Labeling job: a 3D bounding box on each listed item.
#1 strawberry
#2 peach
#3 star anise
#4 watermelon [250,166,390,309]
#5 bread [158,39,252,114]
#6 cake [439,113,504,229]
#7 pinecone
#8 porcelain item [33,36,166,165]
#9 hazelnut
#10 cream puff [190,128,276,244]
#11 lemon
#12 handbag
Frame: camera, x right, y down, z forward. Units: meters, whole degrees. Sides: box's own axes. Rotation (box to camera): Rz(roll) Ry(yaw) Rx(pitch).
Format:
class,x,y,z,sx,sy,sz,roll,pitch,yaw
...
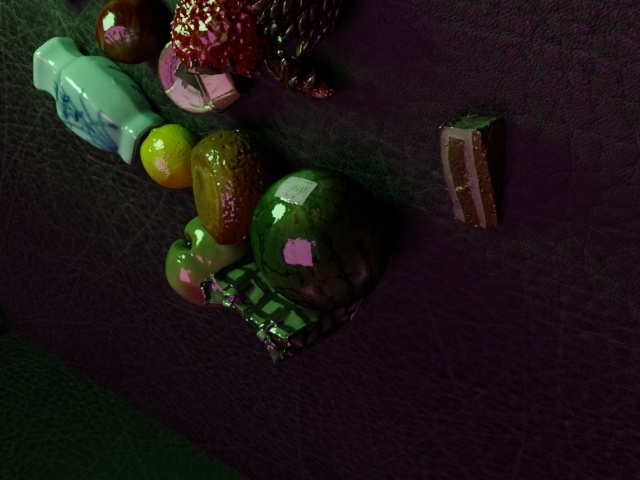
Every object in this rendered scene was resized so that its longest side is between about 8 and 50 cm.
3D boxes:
class,x,y,z,sx,sy,sz,roll,pitch,yaw
strawberry,-0.222,-0.507,1.230,0.234,0.137,0.306,3,119,-1
peach,-0.315,0.065,1.693,0.247,0.292,0.292,11,128,53
star anise,-0.061,-0.370,1.238,0.177,0.073,0.234,31,-178,42
watermelon,0.000,0.000,1.365,0.363,0.363,0.363,20,131,25
bread,-0.301,-0.427,1.416,0.212,0.142,0.224,-10,116,23
cake,0.329,-0.147,1.194,0.116,0.113,0.295,19,143,33
pinecone,-0.057,-0.489,1.136,0.205,0.184,0.179,14,139,-28
porcelain item,-0.665,-0.413,1.683,0.405,0.178,0.242,41,137,7
hazelnut,-0.495,-0.557,1.480,0.202,0.160,0.170,-23,124,7
cream puff,-0.224,-0.148,1.500,0.303,0.212,0.303,44,142,51
lemon,-0.424,-0.239,1.631,0.178,0.178,0.203,-13,118,43
handbag,-0.100,0.153,1.530,0.325,0.327,0.162,34,123,24
